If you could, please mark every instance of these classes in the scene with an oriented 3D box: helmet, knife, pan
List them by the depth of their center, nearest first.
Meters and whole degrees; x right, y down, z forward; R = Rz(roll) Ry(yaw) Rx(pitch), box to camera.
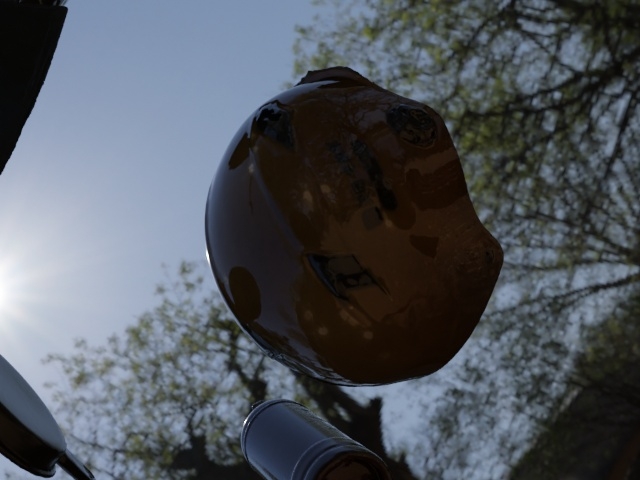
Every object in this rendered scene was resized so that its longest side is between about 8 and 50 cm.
[{"bbox_3d":[0.000,0.000,0.628,0.130,0.224,0.198,-22,-17,-47],"label":"helmet"},{"bbox_3d":[-0.210,-0.140,0.652,0.019,0.072,0.245,74,-156,-65],"label":"knife"},{"bbox_3d":[-0.217,0.138,0.721,0.028,0.136,0.235,-39,-35,-9],"label":"pan"}]

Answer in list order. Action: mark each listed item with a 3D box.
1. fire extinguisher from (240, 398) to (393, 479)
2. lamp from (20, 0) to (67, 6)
[{"bbox_3d":[-0.023,0.270,1.153,0.102,0.344,0.138,-26,-77,-18],"label":"fire extinguisher"},{"bbox_3d":[-0.308,-0.293,0.868,0.205,0.374,0.272,40,-100,-23],"label":"lamp"}]
